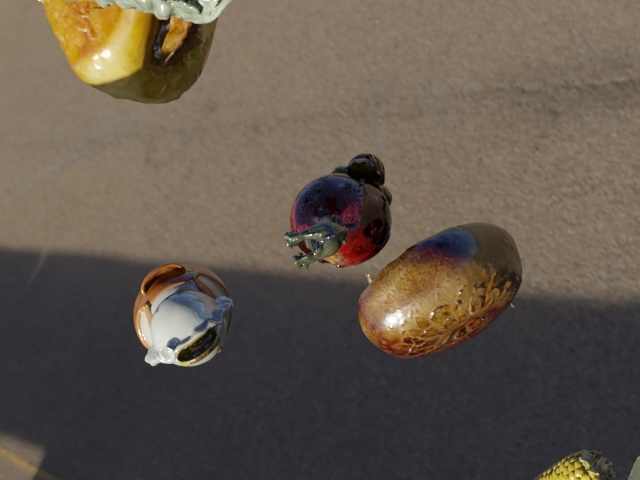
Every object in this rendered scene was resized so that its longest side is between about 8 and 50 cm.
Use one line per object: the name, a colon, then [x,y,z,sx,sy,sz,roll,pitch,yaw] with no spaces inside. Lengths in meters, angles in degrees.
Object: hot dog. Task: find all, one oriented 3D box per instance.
hot dog: [-0.238,-0.371,1.307,0.223,0.185,0.405,-37,73,23]

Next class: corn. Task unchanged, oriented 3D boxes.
corn: [0.369,0.425,1.785,0.260,0.091,0.091,-44,58,35]

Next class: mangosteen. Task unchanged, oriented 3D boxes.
mangosteen: [0.041,-0.046,1.735,0.166,0.166,0.180,-5,45,51]

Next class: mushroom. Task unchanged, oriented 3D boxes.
mushroom: [0.186,0.084,1.724,0.278,0.297,0.163,-34,74,47]

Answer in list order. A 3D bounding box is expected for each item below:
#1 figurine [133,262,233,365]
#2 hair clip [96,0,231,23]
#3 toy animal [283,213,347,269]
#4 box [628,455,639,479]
figurine: [-0.177,0.115,1.481,0.143,0.143,0.271,-51,32,6]
hair clip: [-0.184,-0.284,1.024,0.321,0.091,0.138,19,83,49]
toy animal: [0.000,0.000,1.234,0.065,0.047,0.135,-24,-2,3]
box: [0.494,0.439,1.506,0.138,0.178,0.274,114,176,-80]
